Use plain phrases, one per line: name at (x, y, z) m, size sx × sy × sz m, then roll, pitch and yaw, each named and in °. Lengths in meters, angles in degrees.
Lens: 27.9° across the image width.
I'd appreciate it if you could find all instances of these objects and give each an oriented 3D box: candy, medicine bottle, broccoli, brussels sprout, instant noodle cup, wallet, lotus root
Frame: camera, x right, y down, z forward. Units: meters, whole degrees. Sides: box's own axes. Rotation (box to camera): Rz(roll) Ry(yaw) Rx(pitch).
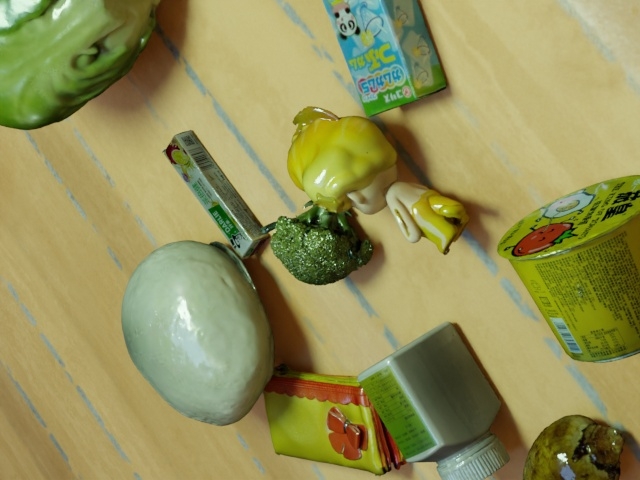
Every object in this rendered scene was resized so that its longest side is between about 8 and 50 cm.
candy at (-0.187, 0.138, 1.877) m, size 0.295 × 0.185 × 0.295 m, roll 41°, pitch 139°, yaw 50°
medicine bottle at (0.152, 0.214, 1.614) m, size 0.088 × 0.132 × 0.188 m, roll -38°, pitch 81°, yaw 49°
broccoli at (0.000, 0.000, 1.693) m, size 0.131 × 0.130 × 0.120 m, roll 8°, pitch 79°, yaw 61°
brussels sprout at (-0.375, -0.322, 1.795) m, size 0.355 × 0.289 × 0.281 m, roll -17°, pitch 111°, yaw 37°
instant noodle cup at (0.295, 0.035, 1.349) m, size 0.182 × 0.182 × 0.144 m, roll -10°, pitch 111°, yaw 49°
wallet at (0.007, 0.254, 1.844) m, size 0.241 × 0.067 × 0.141 m, roll -1°, pitch 106°, yaw 48°
candy at (0.069, -0.252, 1.521) m, size 0.097 × 0.062 × 0.194 m, roll -14°, pitch 100°, yaw 49°
lotus root at (0.288, 0.284, 1.540) m, size 0.190 × 0.095 × 0.108 m, roll 118°, pitch 152°, yaw -49°

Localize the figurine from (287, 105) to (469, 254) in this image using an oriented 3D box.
figurine at (0.064, -0.071, 1.563) m, size 0.246 × 0.156 × 0.131 m, roll 29°, pitch 128°, yaw 12°

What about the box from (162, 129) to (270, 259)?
box at (-0.153, -0.067, 1.870) m, size 0.207 × 0.041 × 0.050 m, roll 53°, pitch 135°, yaw 13°
